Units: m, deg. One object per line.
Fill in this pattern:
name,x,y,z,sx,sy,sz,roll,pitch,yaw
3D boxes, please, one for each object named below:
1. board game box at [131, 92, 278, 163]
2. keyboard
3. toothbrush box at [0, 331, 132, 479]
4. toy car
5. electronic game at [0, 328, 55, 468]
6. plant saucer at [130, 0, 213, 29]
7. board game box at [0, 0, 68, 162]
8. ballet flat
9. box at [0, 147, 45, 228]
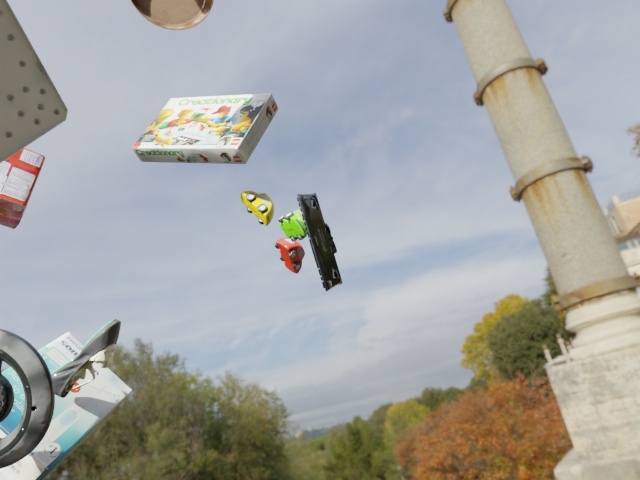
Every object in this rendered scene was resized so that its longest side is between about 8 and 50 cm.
board game box,-0.272,-0.264,1.217,0.305,0.193,0.053,5,-38,25
keyboard,0.000,0.000,0.955,0.023,0.180,0.108,-16,-1,21
toothbrush box,-0.599,0.367,1.127,0.126,0.216,0.295,-47,0,18
toy car,-0.075,-0.032,1.181,0.053,0.239,0.225,-39,13,-23
electronic game,-0.542,0.256,0.835,0.229,0.229,0.048,-15,-2,4
plant saucer,-0.294,-0.493,1.006,0.169,0.168,0.029,-5,5,-20
board game box,-0.609,-0.251,0.717,0.050,0.390,0.390,15,-42,28
ballet flat,-0.480,0.252,1.073,0.203,0.074,0.074,-41,-23,-2
box,-0.695,-0.138,0.993,0.257,0.128,0.123,22,-35,-31
